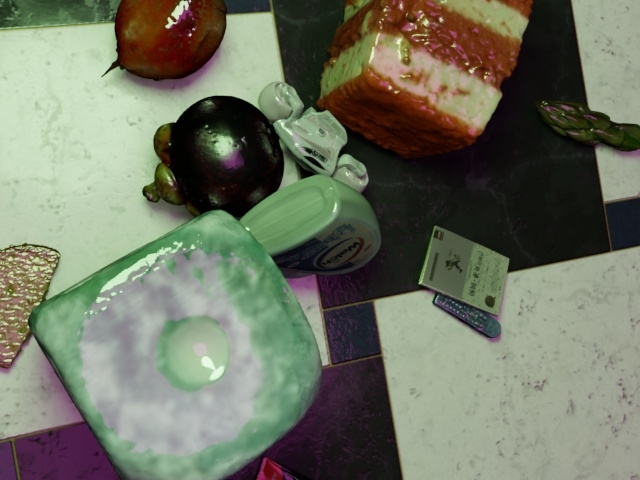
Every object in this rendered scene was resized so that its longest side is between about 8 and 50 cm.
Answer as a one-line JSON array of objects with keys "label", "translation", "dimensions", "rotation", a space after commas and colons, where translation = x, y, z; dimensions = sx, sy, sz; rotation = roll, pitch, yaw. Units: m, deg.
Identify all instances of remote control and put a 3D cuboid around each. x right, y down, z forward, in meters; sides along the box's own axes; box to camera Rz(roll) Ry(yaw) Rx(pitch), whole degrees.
[{"label": "remote control", "translation": [0.287, 0.143, 1.494], "dimensions": [0.152, 0.027, 0.044], "rotation": [34, 82, -13]}]

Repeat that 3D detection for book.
[{"label": "book", "translation": [0.283, 0.060, 1.490], "dimensions": [0.181, 0.014, 0.127], "rotation": [23, 70, -16]}]

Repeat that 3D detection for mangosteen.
[{"label": "mangosteen", "translation": [-0.185, -0.126, 1.268], "dimensions": [0.249, 0.211, 0.212], "rotation": [-22, 95, 9]}]

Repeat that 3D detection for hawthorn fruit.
[{"label": "hawthorn fruit", "translation": [-0.267, -0.341, 1.264], "dimensions": [0.235, 0.181, 0.181], "rotation": [-43, 101, 3]}]

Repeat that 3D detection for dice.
[{"label": "dice", "translation": [-0.220, 0.169, 1.164], "dimensions": [0.330, 0.348, 0.328], "rotation": [-31, 97, -23]}]

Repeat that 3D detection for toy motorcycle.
[{"label": "toy motorcycle", "translation": [-0.017, -0.170, 1.353], "dimensions": [0.254, 0.112, 0.112], "rotation": [47, 75, -10]}]

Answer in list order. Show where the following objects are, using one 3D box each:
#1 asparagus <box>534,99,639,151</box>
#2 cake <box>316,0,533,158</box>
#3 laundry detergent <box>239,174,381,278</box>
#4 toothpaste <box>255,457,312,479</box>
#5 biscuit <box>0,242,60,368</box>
[{"label": "asparagus", "translation": [0.557, -0.233, 1.577], "dimensions": [0.287, 0.080, 0.080], "rotation": [16, 83, -20]}, {"label": "cake", "translation": [0.175, -0.335, 1.348], "dimensions": [0.270, 0.269, 0.320], "rotation": [22, 80, -17]}, {"label": "laundry detergent", "translation": [0.000, 0.000, 1.310], "dimensions": [0.214, 0.280, 0.105], "rotation": [-28, 66, 14]}, {"label": "toothpaste", "translation": [-0.028, 0.456, 1.368], "dimensions": [0.193, 0.045, 0.071], "rotation": [25, 80, -10]}, {"label": "biscuit", "translation": [-0.507, 0.092, 1.228], "dimensions": [0.126, 0.025, 0.206], "rotation": [25, 79, -17]}]
